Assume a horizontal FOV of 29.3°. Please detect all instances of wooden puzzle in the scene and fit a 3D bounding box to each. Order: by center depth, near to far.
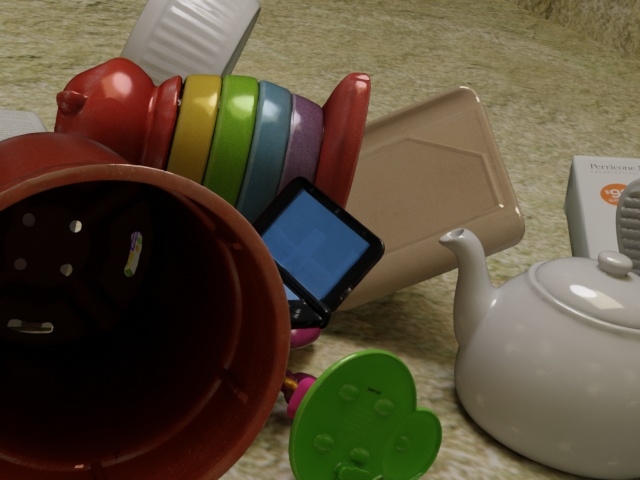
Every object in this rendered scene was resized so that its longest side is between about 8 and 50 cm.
[{"bbox_3d":[0.094,-0.046,1.321,0.221,0.044,0.238,-22,45,11],"label":"wooden puzzle"}]

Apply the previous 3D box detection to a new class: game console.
[{"bbox_3d":[-0.039,0.007,1.074,0.124,0.085,0.144,0,29,-39],"label":"game console"}]

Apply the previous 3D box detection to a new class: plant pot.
[{"bbox_3d":[-0.195,0.040,0.949,0.273,0.272,0.265,6,16,-23],"label":"plant pot"}]

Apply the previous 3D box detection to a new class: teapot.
[{"bbox_3d":[0.265,0.099,1.189,0.256,0.187,0.252,-1,27,-39],"label":"teapot"}]

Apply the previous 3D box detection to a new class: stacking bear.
[{"bbox_3d":[-0.117,-0.100,1.207,0.289,0.164,0.175,12,-14,-9],"label":"stacking bear"}]

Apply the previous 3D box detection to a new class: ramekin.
[{"bbox_3d":[-0.184,-0.255,1.674,0.127,0.272,0.273,28,21,-5],"label":"ramekin"}]

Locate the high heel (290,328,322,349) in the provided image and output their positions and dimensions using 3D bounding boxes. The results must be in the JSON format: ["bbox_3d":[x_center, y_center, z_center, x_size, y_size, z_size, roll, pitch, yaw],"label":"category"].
[{"bbox_3d":[-0.037,0.020,1.253,0.082,0.117,0.244,1,21,1],"label":"high heel"}]

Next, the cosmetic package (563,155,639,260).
[{"bbox_3d":[0.492,0.024,1.445,0.377,0.097,0.284,3,38,2],"label":"cosmetic package"}]

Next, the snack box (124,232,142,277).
[{"bbox_3d":[-0.149,0.031,1.187,0.141,0.100,0.037,32,27,36],"label":"snack box"}]

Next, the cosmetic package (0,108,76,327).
[{"bbox_3d":[-0.327,-0.027,1.139,0.152,0.151,0.184,3,23,-29],"label":"cosmetic package"}]

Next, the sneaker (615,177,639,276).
[{"bbox_3d":[0.449,0.079,1.270,0.150,0.135,0.365,-25,80,-37],"label":"sneaker"}]

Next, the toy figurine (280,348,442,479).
[{"bbox_3d":[-0.003,0.134,1.050,0.173,0.130,0.159,26,0,-42],"label":"toy figurine"}]
